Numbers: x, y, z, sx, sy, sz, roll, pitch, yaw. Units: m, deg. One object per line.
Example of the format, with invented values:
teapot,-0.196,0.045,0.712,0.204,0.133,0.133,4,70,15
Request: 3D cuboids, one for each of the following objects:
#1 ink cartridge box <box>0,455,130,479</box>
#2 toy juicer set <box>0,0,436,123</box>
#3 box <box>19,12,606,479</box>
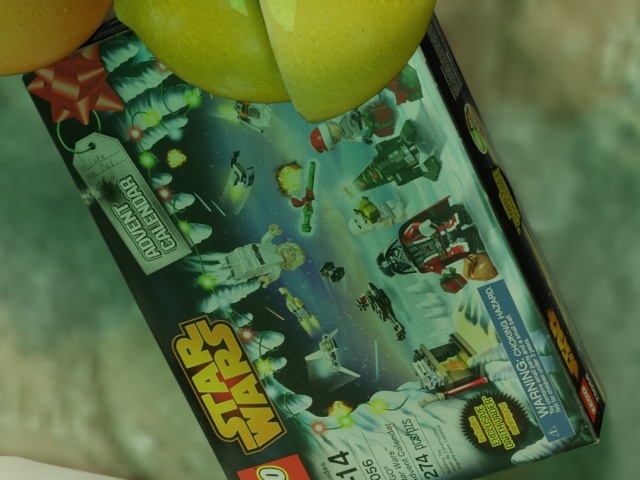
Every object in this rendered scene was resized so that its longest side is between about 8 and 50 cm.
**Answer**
ink cartridge box,-0.046,0.175,0.534,0.148,0.086,0.203,9,115,9
toy juicer set,-0.037,-0.104,0.335,0.329,0.089,0.209,-9,120,52
box,0.000,0.000,0.482,0.094,0.027,0.137,-20,107,21
